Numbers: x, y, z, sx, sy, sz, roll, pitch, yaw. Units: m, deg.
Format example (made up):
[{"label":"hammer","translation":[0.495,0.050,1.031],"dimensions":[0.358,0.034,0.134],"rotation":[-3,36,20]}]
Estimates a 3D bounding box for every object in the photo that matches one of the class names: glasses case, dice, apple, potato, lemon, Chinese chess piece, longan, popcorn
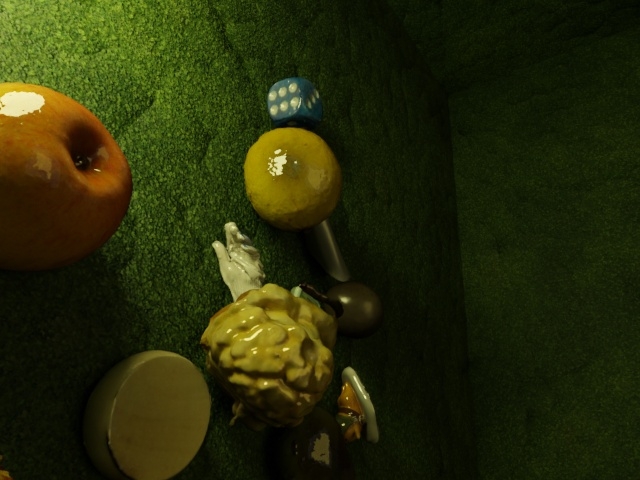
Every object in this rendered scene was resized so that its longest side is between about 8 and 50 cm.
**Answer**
[{"label":"glasses case","translation":[-0.001,0.000,1.502],"dimensions":[0.083,0.128,0.308],"rotation":[-27,104,-30]},{"label":"dice","translation":[-0.084,-0.445,1.501],"dimensions":[0.146,0.143,0.147],"rotation":[9,70,-59]},{"label":"apple","translation":[-0.450,-0.097,0.718],"dimensions":[0.299,0.275,0.299],"rotation":[37,45,-48]},{"label":"potato","translation":[-0.010,0.601,1.217],"dimensions":[0.210,0.173,0.307],"rotation":[-43,112,-55]},{"label":"lemon","translation":[-0.078,-0.173,1.290],"dimensions":[0.297,0.297,0.297],"rotation":[25,59,-50]},{"label":"Chinese chess piece","translation":[-0.335,0.344,0.889],"dimensions":[0.251,0.097,0.251],"rotation":[23,61,-51]},{"label":"longan","translation":[0.114,0.233,1.516],"dimensions":[0.220,0.196,0.197],"rotation":[42,46,-37]},{"label":"popcorn","translation":[-0.092,0.249,1.046],"dimensions":[0.381,0.349,0.349],"rotation":[-33,108,-28]}]

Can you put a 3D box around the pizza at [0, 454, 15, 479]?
[{"label":"pizza","translation":[-0.553,0.300,0.552],"dimensions":[0.440,0.130,0.406],"rotation":[14,70,-54]}]

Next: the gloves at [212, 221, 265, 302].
[{"label":"gloves","translation":[-0.211,0.064,1.180],"dimensions":[0.119,0.097,0.229],"rotation":[-12,99,-13]}]

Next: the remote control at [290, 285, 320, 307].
[{"label":"remote control","translation":[-0.084,0.297,1.309],"dimensions":[0.128,0.065,0.335],"rotation":[48,43,-33]}]

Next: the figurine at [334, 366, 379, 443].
[{"label":"figurine","translation":[0.078,0.550,1.455],"dimensions":[0.141,0.167,0.250],"rotation":[-13,60,-22]}]
